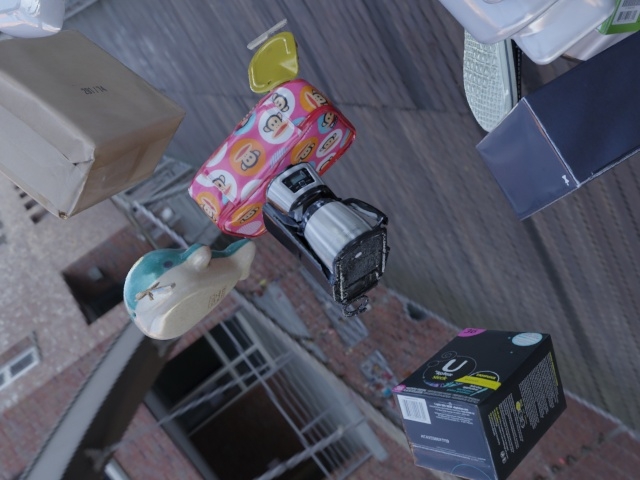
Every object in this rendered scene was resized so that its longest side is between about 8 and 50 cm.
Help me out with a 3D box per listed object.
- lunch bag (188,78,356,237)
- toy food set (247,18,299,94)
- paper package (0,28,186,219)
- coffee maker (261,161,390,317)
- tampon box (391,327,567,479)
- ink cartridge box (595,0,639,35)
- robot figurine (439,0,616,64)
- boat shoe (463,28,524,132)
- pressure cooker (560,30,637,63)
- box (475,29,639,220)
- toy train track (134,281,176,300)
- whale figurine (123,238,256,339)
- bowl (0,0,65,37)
[{"bbox_3d":[-0.076,-0.136,1.410,0.120,0.293,0.258,46,-172,15],"label":"lunch bag"},{"bbox_3d":[-0.086,-0.376,1.694,0.071,0.128,0.218,40,-152,-37],"label":"toy food set"},{"bbox_3d":[-0.461,-0.226,1.440,0.309,0.168,0.325,38,-153,4],"label":"paper package"},{"bbox_3d":[0.000,0.000,1.137,0.178,0.120,0.171,46,133,32],"label":"coffee maker"},{"bbox_3d":[0.185,0.182,0.904,0.120,0.161,0.102,-1,112,45],"label":"tampon box"},{"bbox_3d":[0.547,-0.510,1.569,0.255,0.188,0.097,48,139,38],"label":"ink cartridge box"},{"bbox_3d":[0.191,-0.374,0.913,0.353,0.300,0.199,43,126,-13],"label":"robot figurine"},{"bbox_3d":[0.423,-0.478,1.823,0.187,0.155,0.501,128,145,-62],"label":"boat shoe"},{"bbox_3d":[0.735,-0.686,1.945,0.420,0.375,0.370,130,137,-68],"label":"pressure cooker"},{"bbox_3d":[0.470,-0.203,1.392,0.183,0.294,0.296,58,171,6],"label":"box"},{"bbox_3d":[-0.232,0.074,1.115,0.083,0.048,0.014,-17,109,41],"label":"toy train track"},{"bbox_3d":[-0.248,0.067,1.488,0.141,0.272,0.216,43,142,22],"label":"whale figurine"},{"bbox_3d":[-0.404,-0.348,1.059,0.141,0.053,0.142,8,98,38],"label":"bowl"}]
